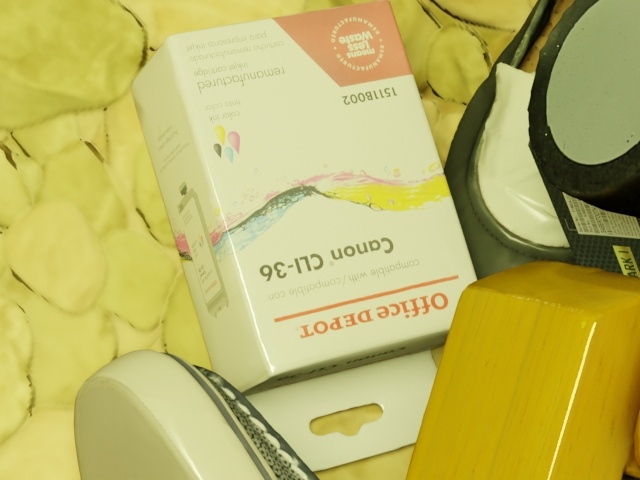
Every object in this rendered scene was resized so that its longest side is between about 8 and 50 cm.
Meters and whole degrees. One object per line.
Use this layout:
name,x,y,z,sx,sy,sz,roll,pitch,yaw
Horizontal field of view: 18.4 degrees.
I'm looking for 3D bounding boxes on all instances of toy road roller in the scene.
toy road roller,0.187,0.063,0.709,0.202,0.240,0.330,19,88,-32

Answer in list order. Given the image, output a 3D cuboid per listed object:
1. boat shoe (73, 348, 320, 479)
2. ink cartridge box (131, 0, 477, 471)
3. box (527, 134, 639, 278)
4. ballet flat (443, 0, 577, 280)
boat shoe,0.037,0.173,0.844,0.158,0.127,0.340,-32,96,-33
ink cartridge box,0.000,0.000,0.897,0.115,0.067,0.198,-13,80,-25
box,0.198,-0.008,0.917,0.183,0.059,0.233,-47,126,-33
ballet flat,0.121,-0.074,0.951,0.095,0.096,0.280,18,67,4
